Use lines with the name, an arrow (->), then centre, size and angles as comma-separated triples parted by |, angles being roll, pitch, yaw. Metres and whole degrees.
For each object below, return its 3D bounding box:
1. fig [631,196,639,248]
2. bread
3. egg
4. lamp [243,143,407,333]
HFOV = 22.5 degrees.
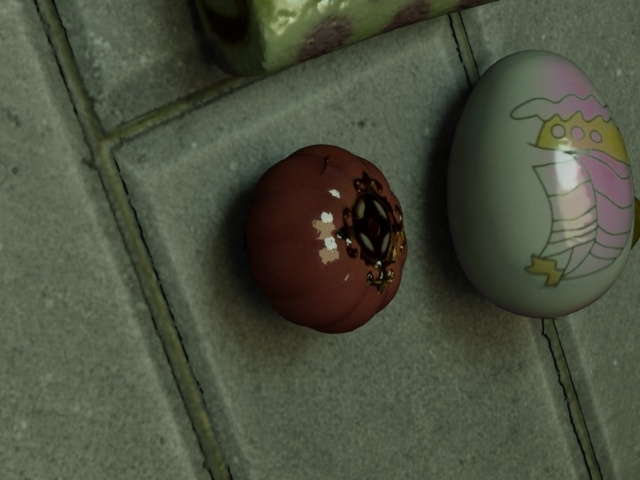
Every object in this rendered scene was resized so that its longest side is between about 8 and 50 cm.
fig -> 0.323, -0.014, 1.793 | 0.074, 0.074, 0.088 | -34, 137, -30
bread -> 0.035, -0.281, 1.519 | 0.338, 0.155, 0.187 | -21, 99, -33
egg -> 0.226, -0.057, 1.642 | 0.196, 0.196, 0.271 | 4, 96, -36
lamp -> 0.000, 0.000, 1.524 | 0.182, 0.140, 0.182 | 13, 73, -51
